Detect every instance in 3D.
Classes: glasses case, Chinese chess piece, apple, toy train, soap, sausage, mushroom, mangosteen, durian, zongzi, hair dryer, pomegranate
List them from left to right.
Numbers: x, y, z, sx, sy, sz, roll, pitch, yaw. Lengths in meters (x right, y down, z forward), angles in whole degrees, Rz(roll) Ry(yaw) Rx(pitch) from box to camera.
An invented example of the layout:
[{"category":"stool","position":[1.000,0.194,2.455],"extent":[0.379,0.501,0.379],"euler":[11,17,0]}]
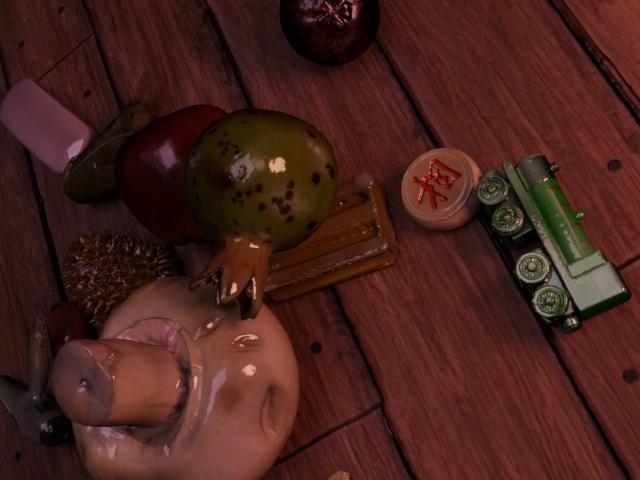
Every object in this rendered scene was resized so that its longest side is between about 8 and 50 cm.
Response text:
[{"category":"hair dryer","position":[-0.525,0.246,1.448],"extent":[0.219,0.088,0.225],"euler":[-7,92,44]},{"category":"glasses case","position":[-0.545,-0.227,1.631],"extent":[0.297,0.075,0.113],"euler":[38,94,32]},{"category":"sausage","position":[-0.441,0.170,1.449],"extent":[0.076,0.076,0.141],"euler":[-26,63,21]},{"category":"zongzi","position":[-0.397,-0.177,1.521],"extent":[0.205,0.094,0.204],"euler":[-17,63,25]},{"category":"durian","position":[-0.347,0.076,1.393],"extent":[0.249,0.138,0.183],"euler":[14,74,27]},{"category":"mushroom","position":[-0.215,0.232,1.179],"extent":[0.353,0.353,0.325],"euler":[37,125,33]},{"category":"apple","position":[-0.218,-0.104,1.328],"extent":[0.234,0.234,0.234],"euler":[-9,70,28]},{"category":"pomegranate","position":[-0.103,-0.047,1.147],"extent":[0.231,0.231,0.286],"euler":[26,90,33]},{"category":"soap","position":[-0.001,-0.001,1.244],"extent":[0.233,0.076,0.135],"euler":[-21,65,22]},{"category":"mangosteen","position":[0.012,-0.361,1.314],"extent":[0.172,0.184,0.172],"euler":[1,87,-14]},{"category":"Chinese chess piece","position":[0.176,-0.073,1.178],"extent":[0.122,0.051,0.122],"euler":[-9,71,28]},{"category":"toy train","position":[0.297,-0.003,1.072],"extent":[0.119,0.085,0.251],"euler":[-28,65,14]}]

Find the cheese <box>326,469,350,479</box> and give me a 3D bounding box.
[{"category":"cheese","position":[0.041,0.356,1.135],"extent":[0.044,0.030,0.083],"euler":[-33,54,-7]}]
